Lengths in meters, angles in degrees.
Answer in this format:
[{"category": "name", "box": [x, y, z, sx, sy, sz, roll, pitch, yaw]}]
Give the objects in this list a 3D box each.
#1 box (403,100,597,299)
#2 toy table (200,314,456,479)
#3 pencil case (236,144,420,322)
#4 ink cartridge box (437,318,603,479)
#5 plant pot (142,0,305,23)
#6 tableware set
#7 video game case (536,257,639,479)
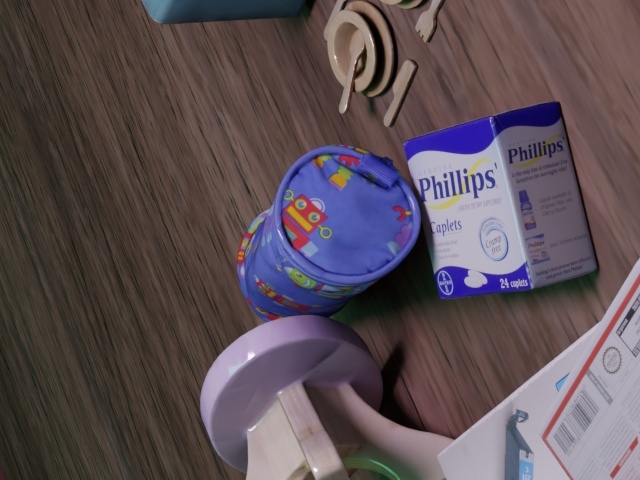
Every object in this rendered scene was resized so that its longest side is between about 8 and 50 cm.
[{"category": "box", "box": [0.140, -0.029, 1.100, 0.126, 0.072, 0.137, -12, 92, 59]}, {"category": "toy table", "box": [0.001, 0.202, 1.294, 0.161, 0.252, 0.274, 63, -173, 33]}, {"category": "pencil case", "box": [0.000, 0.000, 1.240, 0.119, 0.133, 0.306, 32, 166, -3]}, {"category": "ink cartridge box", "box": [0.228, 0.225, 1.073, 0.261, 0.066, 0.296, 65, 149, 19]}, {"category": "plant pot", "box": [-0.070, -0.336, 1.236, 0.166, 0.165, 0.234, 61, 139, 23]}, {"category": "tableware set", "box": [0.043, -0.205, 1.216, 0.128, 0.039, 0.194, 57, 146, 28]}, {"category": "video game case", "box": [0.259, 0.173, 0.902, 0.285, 0.025, 0.204, 58, 145, 33]}]
